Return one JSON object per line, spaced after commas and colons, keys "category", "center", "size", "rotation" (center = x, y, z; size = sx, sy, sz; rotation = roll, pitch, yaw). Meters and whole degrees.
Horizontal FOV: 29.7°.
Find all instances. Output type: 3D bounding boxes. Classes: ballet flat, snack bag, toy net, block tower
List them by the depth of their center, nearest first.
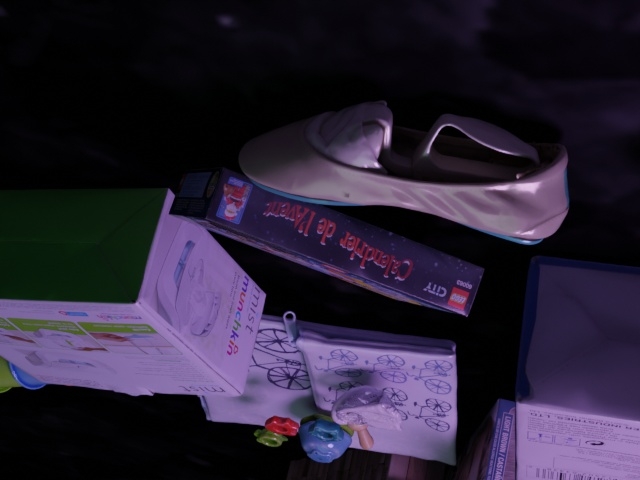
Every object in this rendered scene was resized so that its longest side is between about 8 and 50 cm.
{"category": "ballet flat", "center": [0.064, -0.064, 0.892], "size": [0.249, 0.086, 0.086], "rotation": [11, 155, 1]}
{"category": "toy net", "center": [0.015, 0.203, 1.397], "size": [0.122, 0.045, 0.232], "rotation": [24, 148, -16]}
{"category": "snack bag", "center": [-0.005, 0.175, 1.434], "size": [0.343, 0.037, 0.323], "rotation": [8, 150, 10]}
{"category": "block tower", "center": [0.058, 0.356, 1.729], "size": [0.091, 0.097, 0.335], "rotation": [21, 159, -22]}

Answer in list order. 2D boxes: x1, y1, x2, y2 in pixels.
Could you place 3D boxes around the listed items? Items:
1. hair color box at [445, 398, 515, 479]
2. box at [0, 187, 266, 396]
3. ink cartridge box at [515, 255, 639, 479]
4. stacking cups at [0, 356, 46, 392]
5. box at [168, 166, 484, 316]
{"category": "hair color box", "center": [0.223, 0.337, 1.532], "size": [0.105, 0.173, 0.347], "rotation": [14, 155, 1]}
{"category": "box", "center": [-0.224, 0.058, 1.212], "size": [0.262, 0.126, 0.231], "rotation": [0, 153, 25]}
{"category": "ink cartridge box", "center": [0.325, 0.176, 1.168], "size": [0.270, 0.151, 0.395], "rotation": [8, 153, 13]}
{"category": "stacking cups", "center": [-0.334, 0.134, 1.494], "size": [0.316, 0.096, 0.096], "rotation": [-9, 147, 30]}
{"category": "box", "center": [0.000, 0.000, 1.016], "size": [0.233, 0.044, 0.159], "rotation": [21, 175, -17]}
